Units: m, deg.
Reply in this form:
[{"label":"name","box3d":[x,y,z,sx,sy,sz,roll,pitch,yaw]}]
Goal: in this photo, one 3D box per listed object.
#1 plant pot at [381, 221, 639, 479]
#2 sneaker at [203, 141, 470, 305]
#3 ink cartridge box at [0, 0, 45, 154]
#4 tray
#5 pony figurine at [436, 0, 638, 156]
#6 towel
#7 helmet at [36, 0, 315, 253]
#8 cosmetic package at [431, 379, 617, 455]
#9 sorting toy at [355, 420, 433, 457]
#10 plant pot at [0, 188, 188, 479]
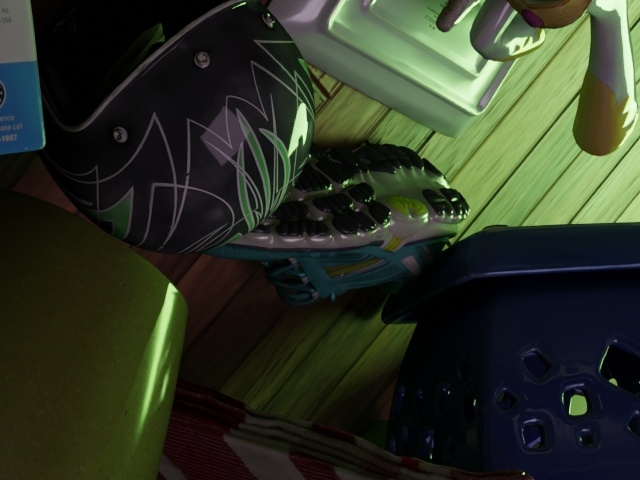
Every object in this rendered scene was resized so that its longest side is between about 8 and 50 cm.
[{"label":"plant pot","box3d":[0.178,0.104,1.404,0.236,0.212,0.236,-2,168,-17]},{"label":"sneaker","box3d":[0.000,0.000,1.294,0.275,0.107,0.110,3,126,-51]},{"label":"ink cartridge box","box3d":[-0.211,-0.128,0.872,0.140,0.082,0.190,-10,96,-45]},{"label":"tray","box3d":[0.074,-0.158,1.300,0.270,0.030,0.145,22,101,-55]},{"label":"pony figurine","box3d":[0.202,-0.238,1.186,0.351,0.303,0.363,-55,161,1]},{"label":"towel","box3d":[0.020,0.179,1.285,0.037,0.329,0.237,-64,150,-22]},{"label":"helmet","box3d":[-0.082,-0.073,1.071,0.169,0.161,0.169,-31,140,-30]},{"label":"cosmetic package","box3d":[0.175,0.210,1.674,0.160,0.113,0.309,-17,131,-42]},{"label":"sorting toy","box3d":[0.055,0.177,1.573,0.102,0.042,0.061,16,92,-42]},{"label":"plant pot","box3d":[-0.204,0.129,1.055,0.293,0.275,0.275,-61,149,-18]}]
